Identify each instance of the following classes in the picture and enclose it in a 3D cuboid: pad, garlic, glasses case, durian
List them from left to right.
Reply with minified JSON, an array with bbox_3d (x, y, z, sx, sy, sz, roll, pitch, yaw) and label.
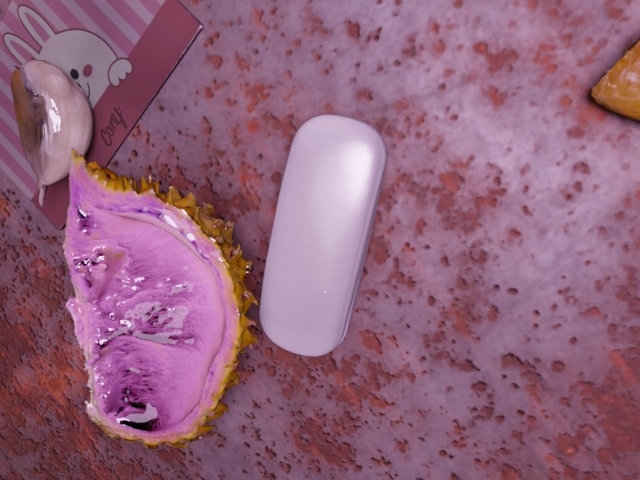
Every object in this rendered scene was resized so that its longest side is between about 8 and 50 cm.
[{"bbox_3d":[-0.278,-0.120,0.528,0.084,0.066,0.152,-9,96,46],"label":"garlic"},{"bbox_3d":[-0.281,-0.181,0.546,0.202,0.005,0.300,46,110,3],"label":"pad"},{"bbox_3d":[-0.149,0.079,0.516,0.191,0.112,0.341,7,112,6],"label":"durian"},{"bbox_3d":[0.000,0.000,0.473,0.092,0.059,0.233,14,105,12],"label":"glasses case"}]

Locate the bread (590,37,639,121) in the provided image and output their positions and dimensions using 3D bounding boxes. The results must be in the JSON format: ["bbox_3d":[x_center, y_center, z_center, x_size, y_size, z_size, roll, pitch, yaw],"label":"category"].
[{"bbox_3d":[0.273,-0.133,0.367,0.136,0.054,0.154,-16,94,22],"label":"bread"}]
